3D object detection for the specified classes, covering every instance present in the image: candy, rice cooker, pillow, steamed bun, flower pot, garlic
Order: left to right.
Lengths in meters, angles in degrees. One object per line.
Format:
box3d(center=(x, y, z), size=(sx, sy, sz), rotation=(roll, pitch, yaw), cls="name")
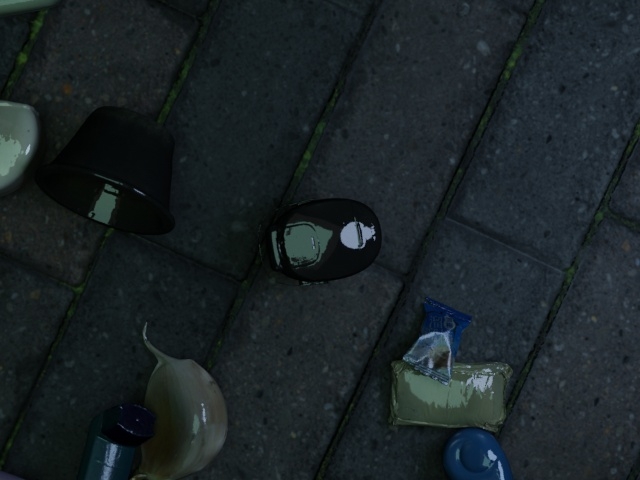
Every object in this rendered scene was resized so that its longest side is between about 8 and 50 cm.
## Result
box3d(center=(-0.574, -0.148, 1.847), size=(0.242, 0.146, 0.164), rotation=(7, 88, -5), cls="steamed bun")
box3d(center=(-0.323, -0.121, 1.844), size=(0.235, 0.235, 0.148), rotation=(20, 72, -3), cls="flower pot")
box3d(center=(-0.228, 0.271, 1.913), size=(0.148, 0.128, 0.266), rotation=(4, 81, -14), cls="garlic")
box3d(center=(-0.001, 0.000, 1.895), size=(0.203, 0.118, 0.142), rotation=(-7, 93, -3), cls="rice cooker")
box3d(center=(0.196, 0.169, 1.936), size=(0.088, 0.038, 0.136), rotation=(26, 65, -3), cls="candy")
box3d(center=(0.220, 0.261, 1.945), size=(0.208, 0.053, 0.119), rotation=(3, 90, -2), cls="pillow")

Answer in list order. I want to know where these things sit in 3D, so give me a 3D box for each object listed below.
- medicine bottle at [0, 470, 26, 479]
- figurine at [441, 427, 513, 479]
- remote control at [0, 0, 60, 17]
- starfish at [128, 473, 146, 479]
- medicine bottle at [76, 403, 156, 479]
box3d(center=(-0.550, 0.447, 1.863), size=(0.254, 0.152, 0.152), rotation=(21, 90, -3), cls="medicine bottle")
box3d(center=(0.214, 0.526, 1.871), size=(0.243, 0.298, 0.416), rotation=(34, 91, 23), cls="figurine")
box3d(center=(-0.585, -0.405, 1.894), size=(0.309, 0.038, 0.090), rotation=(-11, 91, -3), cls="remote control")
box3d(center=(-0.327, 0.536, 1.929), size=(0.231, 0.048, 0.295), rotation=(29, 94, -6), cls="starfish")
box3d(center=(-0.352, 0.393, 1.859), size=(0.079, 0.124, 0.258), rotation=(27, 67, -35), cls="medicine bottle")
